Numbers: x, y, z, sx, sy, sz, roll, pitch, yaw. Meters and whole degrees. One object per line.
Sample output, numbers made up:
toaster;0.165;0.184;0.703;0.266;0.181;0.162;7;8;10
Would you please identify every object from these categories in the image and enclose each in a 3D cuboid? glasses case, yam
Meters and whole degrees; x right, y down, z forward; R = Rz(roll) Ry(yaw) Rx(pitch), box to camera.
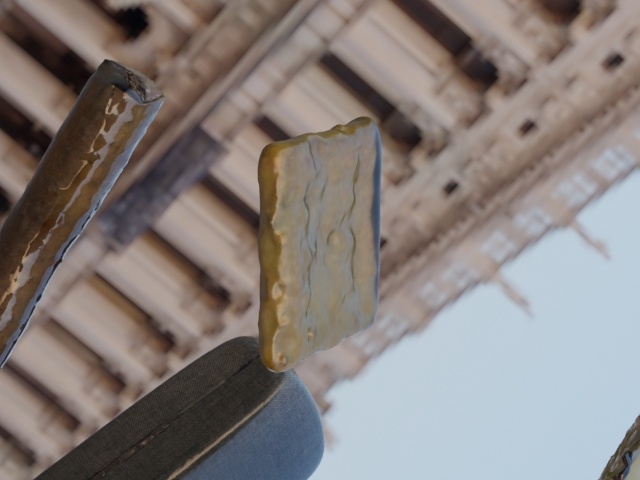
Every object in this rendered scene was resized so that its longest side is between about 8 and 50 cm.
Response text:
glasses case;-0.140;0.196;1.253;0.323;0.074;0.131;-37;143;-16
yam;-0.186;0.044;1.053;0.045;0.045;0.327;11;117;-50

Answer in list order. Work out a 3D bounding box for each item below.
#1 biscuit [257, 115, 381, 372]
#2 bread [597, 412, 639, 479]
biscuit;0.000;0.000;0.677;0.018;0.083;0.081;6;-166;26
bread;0.054;0.302;1.025;0.242;0.405;0.346;3;-159;29
